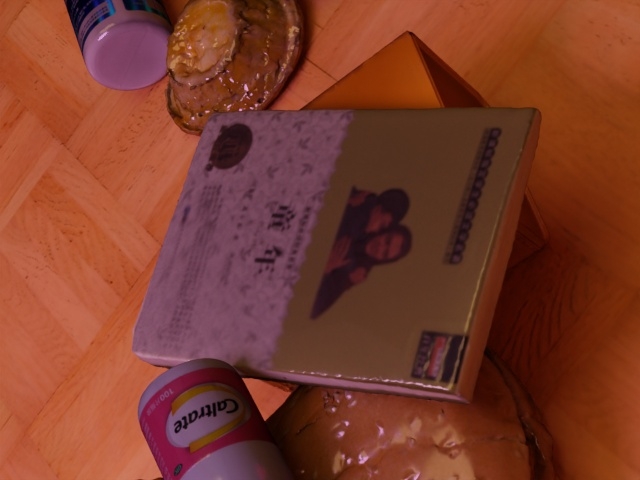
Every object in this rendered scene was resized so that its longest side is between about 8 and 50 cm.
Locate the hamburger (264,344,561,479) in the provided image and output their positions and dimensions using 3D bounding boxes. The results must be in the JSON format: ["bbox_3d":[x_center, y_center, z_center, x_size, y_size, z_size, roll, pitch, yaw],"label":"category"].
[{"bbox_3d":[0.045,0.201,1.140,0.283,0.144,0.259,-49,49,16],"label":"hamburger"}]

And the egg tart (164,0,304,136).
[{"bbox_3d":[-0.103,-0.200,1.516,0.191,0.074,0.191,-17,61,33],"label":"egg tart"}]

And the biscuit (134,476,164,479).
[{"bbox_3d":[-0.133,0.374,1.148,0.312,0.110,0.318,65,145,39],"label":"biscuit"}]

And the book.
[{"bbox_3d":[0.000,0.000,1.158,0.352,0.035,0.239,3,68,40],"label":"book"}]

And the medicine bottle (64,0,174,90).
[{"bbox_3d":[-0.236,-0.268,1.634,0.107,0.107,0.191,-39,48,18],"label":"medicine bottle"}]

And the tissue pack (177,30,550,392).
[{"bbox_3d":[0.035,-0.012,1.254,0.274,0.145,0.194,-35,49,22],"label":"tissue pack"}]

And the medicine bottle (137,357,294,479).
[{"bbox_3d":[-0.062,0.194,1.075,0.090,0.090,0.217,-43,52,14],"label":"medicine bottle"}]
